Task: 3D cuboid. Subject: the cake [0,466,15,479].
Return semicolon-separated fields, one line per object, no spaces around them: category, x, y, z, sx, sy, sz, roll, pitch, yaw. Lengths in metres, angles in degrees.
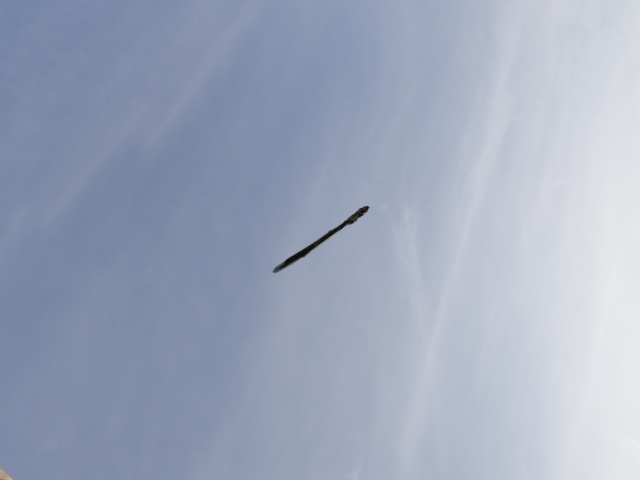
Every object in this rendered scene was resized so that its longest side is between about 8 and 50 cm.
cake;-0.385;0.309;0.419;0.207;0.178;0.185;61;-161;-13

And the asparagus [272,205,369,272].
asparagus;0.000;0.000;0.603;0.166;0.013;0.016;-33;-111;5
